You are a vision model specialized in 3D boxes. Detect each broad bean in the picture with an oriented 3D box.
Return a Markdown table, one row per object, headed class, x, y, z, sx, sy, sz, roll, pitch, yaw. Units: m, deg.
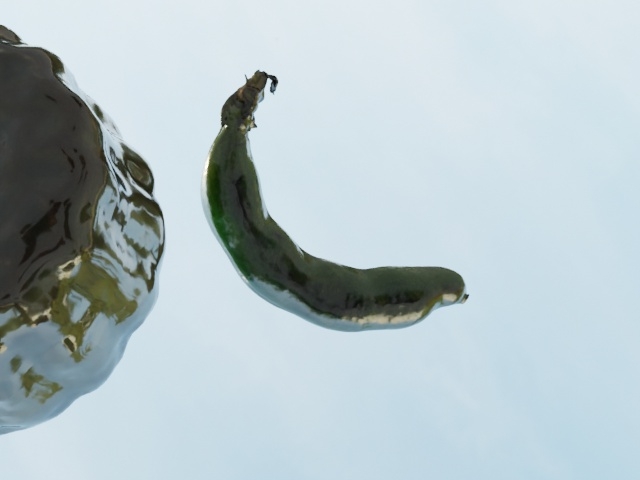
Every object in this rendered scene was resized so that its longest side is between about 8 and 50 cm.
| class | x | y | z | sx | sy | sz | roll | pitch | yaw |
| --- | --- | --- | --- | --- | --- | --- | --- | --- | --- |
| broad bean | 0.000 | 0.000 | 0.941 | 0.292 | 0.049 | 0.144 | 44 | -97 | -20 |

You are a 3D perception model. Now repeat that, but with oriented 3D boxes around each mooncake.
| class | x | y | z | sx | sy | sz | roll | pitch | yaw |
| --- | --- | --- | --- | --- | --- | --- | --- | --- | --- |
| mooncake | -0.261 | -0.007 | 0.774 | 0.290 | 0.161 | 0.290 | -4 | -114 | 10 |
